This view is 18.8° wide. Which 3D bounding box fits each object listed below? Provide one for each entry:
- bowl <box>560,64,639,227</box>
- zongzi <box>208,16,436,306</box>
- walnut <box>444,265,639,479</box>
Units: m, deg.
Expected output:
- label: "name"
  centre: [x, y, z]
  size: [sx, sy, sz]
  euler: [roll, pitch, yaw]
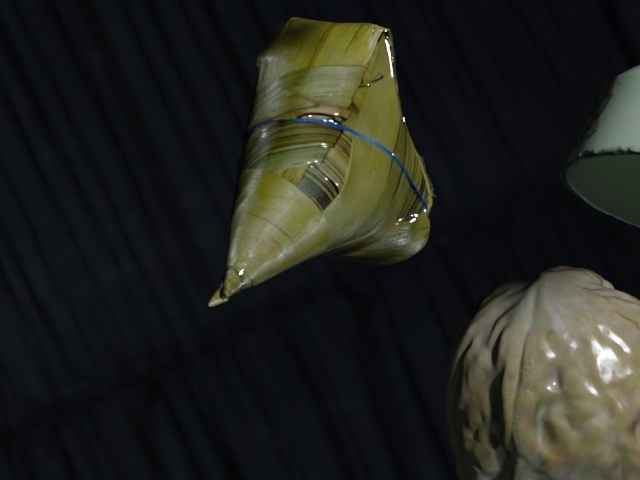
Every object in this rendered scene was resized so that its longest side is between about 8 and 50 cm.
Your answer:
- label: "bowl"
  centre: [0.296, -0.077, 1.482]
  size: [0.211, 0.112, 0.211]
  euler: [13, -14, 3]
- label: "zongzi"
  centre: [0.000, 0.000, 1.528]
  size: [0.123, 0.289, 0.260]
  euler: [3, -35, 19]
- label: "walnut"
  centre: [0.166, 0.114, 1.275]
  size: [0.178, 0.230, 0.178]
  euler: [-11, 34, 7]
